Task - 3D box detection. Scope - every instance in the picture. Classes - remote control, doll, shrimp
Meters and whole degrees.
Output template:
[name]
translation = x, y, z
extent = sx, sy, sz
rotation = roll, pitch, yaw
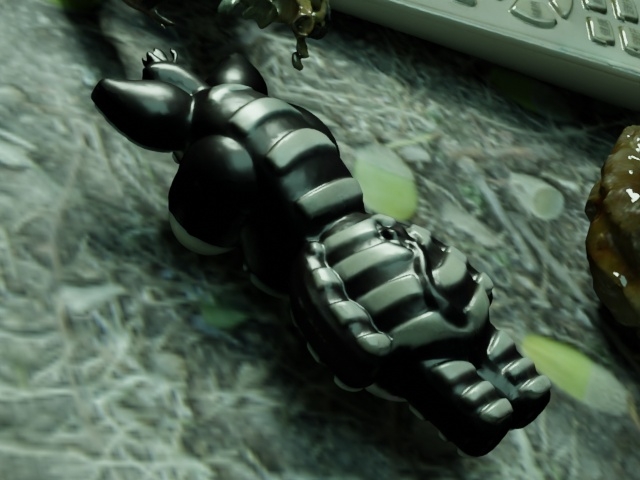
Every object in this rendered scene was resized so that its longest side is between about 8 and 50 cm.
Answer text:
[remote control]
translation = 0.092, -0.136, 0.853
extent = 0.313, 0.055, 0.109
rotation = 15, 46, -16
[doll]
translation = 0.000, 0.000, 0.601
extent = 0.219, 0.067, 0.091
rotation = 46, 41, 17
[shrimp]
translation = -0.055, -0.130, 0.691
extent = 0.126, 0.047, 0.223
rotation = -13, 31, -12

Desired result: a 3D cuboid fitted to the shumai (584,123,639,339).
[shumai]
translation = 0.245, -0.037, 0.726
extent = 0.218, 0.185, 0.184
rotation = 3, 44, -35
